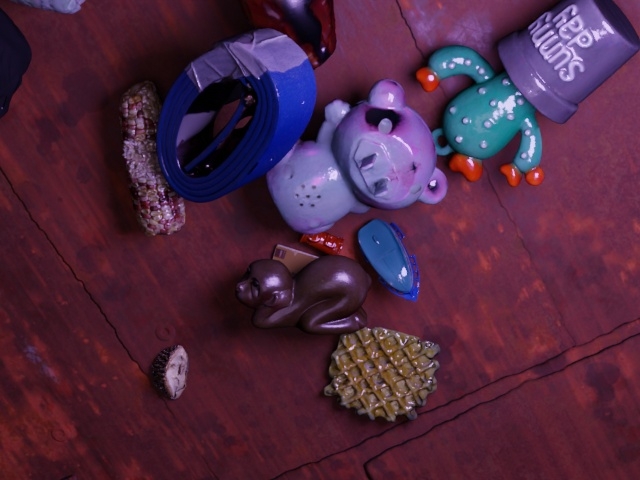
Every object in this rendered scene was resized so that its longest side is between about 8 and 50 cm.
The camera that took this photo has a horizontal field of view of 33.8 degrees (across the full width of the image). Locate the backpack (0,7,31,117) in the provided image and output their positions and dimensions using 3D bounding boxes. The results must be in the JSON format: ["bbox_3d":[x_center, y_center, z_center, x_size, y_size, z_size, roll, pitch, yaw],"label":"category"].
[{"bbox_3d":[-0.753,-0.279,1.825,0.445,0.255,0.363,-40,101,18],"label":"backpack"}]

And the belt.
[{"bbox_3d":[-0.153,-0.211,1.814,0.212,0.117,0.347,52,133,8],"label":"belt"}]

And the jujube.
[{"bbox_3d":[-0.047,-0.406,1.822,0.168,0.168,0.236,-26,124,9],"label":"jujube"}]

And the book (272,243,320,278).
[{"bbox_3d":[-0.020,0.085,2.065,0.172,0.012,0.118,17,108,-5],"label":"book"}]

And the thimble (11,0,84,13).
[{"bbox_3d":[-0.460,-0.497,1.775,0.149,0.185,0.211,12,100,-5],"label":"thimble"}]

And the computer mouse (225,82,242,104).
[{"bbox_3d":[-0.145,-0.305,1.900,0.172,0.057,0.099,-9,119,15],"label":"computer mouse"}]

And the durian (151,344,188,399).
[{"bbox_3d":[-0.306,0.265,2.126,0.066,0.052,0.130,-8,118,-37],"label":"durian"}]

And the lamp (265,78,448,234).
[{"bbox_3d":[0.056,-0.128,1.873,0.301,0.247,0.247,-22,105,16],"label":"lamp"}]

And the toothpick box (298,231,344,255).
[{"bbox_3d":[0.000,0.000,2.015,0.083,0.047,0.047,25,108,-8],"label":"toothpick box"}]

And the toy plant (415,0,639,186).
[{"bbox_3d":[0.349,-0.274,1.849,0.279,0.185,0.400,40,121,-18],"label":"toy plant"}]

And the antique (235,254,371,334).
[{"bbox_3d":[-0.032,0.094,1.987,0.256,0.121,0.143,4,122,-1],"label":"antique"}]

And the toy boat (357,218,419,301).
[{"bbox_3d":[0.145,0.046,2.011,0.091,0.110,0.175,-34,64,11],"label":"toy boat"}]

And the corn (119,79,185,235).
[{"bbox_3d":[-0.313,-0.149,1.942,0.098,0.098,0.290,-6,109,3],"label":"corn"}]

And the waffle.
[{"bbox_3d":[0.125,0.267,2.105,0.223,0.054,0.204,15,109,-3],"label":"waffle"}]
